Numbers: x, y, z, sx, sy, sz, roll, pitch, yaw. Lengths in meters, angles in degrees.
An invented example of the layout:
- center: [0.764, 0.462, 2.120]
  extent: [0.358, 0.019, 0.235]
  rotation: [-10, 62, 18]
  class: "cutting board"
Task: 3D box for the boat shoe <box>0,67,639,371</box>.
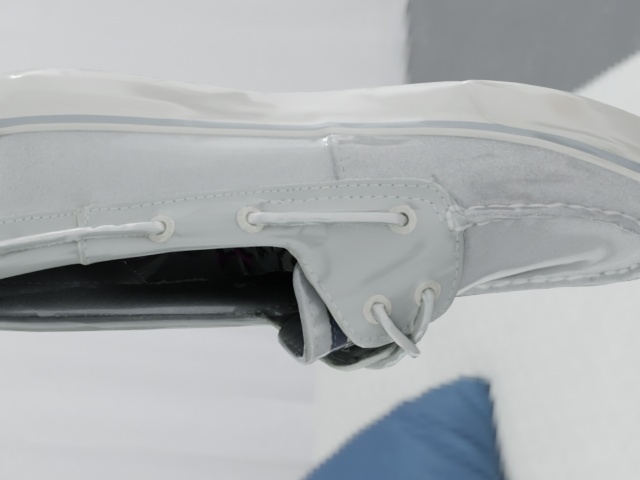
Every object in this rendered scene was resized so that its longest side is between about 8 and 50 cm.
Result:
- center: [0.000, 0.000, 0.441]
  extent: [0.066, 0.184, 0.063]
  rotation: [112, 162, -59]
  class: "boat shoe"
